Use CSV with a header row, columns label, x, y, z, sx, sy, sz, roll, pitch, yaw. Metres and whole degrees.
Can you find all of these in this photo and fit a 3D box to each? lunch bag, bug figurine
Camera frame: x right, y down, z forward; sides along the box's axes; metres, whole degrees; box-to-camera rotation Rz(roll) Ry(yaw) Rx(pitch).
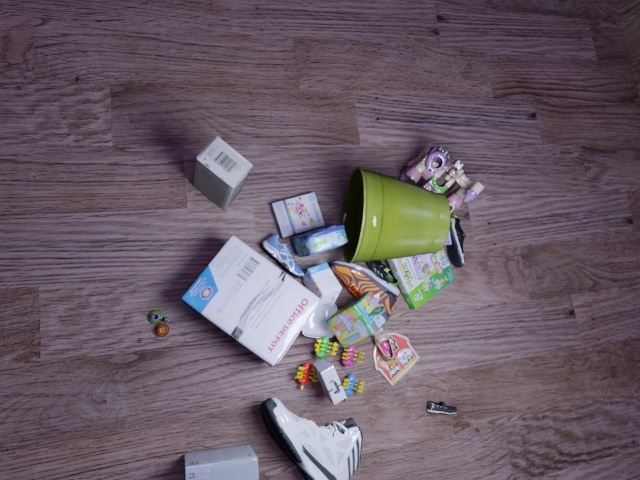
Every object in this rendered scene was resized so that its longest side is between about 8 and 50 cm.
label,x,y,z,sx,sy,sz,roll,pitch,yaw
lunch bag,0.000,0.000,1.756,0.176,0.219,0.090,-16,91,-19
bug figurine,0.044,0.484,1.746,0.278,0.072,0.217,20,87,-18

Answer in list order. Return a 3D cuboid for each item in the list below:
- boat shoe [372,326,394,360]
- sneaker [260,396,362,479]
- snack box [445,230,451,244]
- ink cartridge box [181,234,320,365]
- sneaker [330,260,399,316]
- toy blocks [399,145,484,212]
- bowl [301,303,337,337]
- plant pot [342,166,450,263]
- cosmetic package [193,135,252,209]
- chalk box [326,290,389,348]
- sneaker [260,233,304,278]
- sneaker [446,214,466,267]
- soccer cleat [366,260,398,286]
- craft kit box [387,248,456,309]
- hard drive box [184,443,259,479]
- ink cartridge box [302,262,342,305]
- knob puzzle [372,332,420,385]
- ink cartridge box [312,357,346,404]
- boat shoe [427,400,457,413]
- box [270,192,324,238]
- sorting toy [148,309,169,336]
label,x,y,z,sx,sy,sz,roll,pitch,yaw
boat shoe,0.249,0.398,1.826,0.063,0.059,0.170,-26,77,-9
sneaker,-0.015,0.695,1.673,0.257,0.169,0.448,-39,101,-29
snack box,0.511,-0.049,1.932,0.064,0.178,0.022,-5,42,21
ink cartridge box,-0.244,0.221,1.639,0.394,0.166,0.286,36,71,1
sneaker,0.160,0.214,1.815,0.321,0.124,0.180,28,72,-11
toy blocks,0.474,-0.212,1.914,0.288,0.309,0.260,41,98,-9
bowl,-0.011,0.307,1.782,0.142,0.053,0.142,8,77,-17
plant pot,0.290,-0.081,1.760,0.352,0.366,0.367,5,78,-9
cosmetic package,-0.357,-0.231,1.639,0.160,0.309,0.113,40,72,-8
chalk box,0.152,0.285,1.695,0.132,0.213,0.132,56,38,4
sneaker,-0.134,0.063,1.775,0.211,0.080,0.081,45,74,-6
sneaker,0.610,0.000,2.018,0.097,0.084,0.235,-10,83,-20
soccer cleat,0.254,0.118,1.884,0.060,0.072,0.179,-41,84,-21
craft kit box,0.427,0.119,1.924,0.246,0.061,0.250,-32,105,-17
hard drive box,-0.334,0.762,1.528,0.232,0.181,0.089,-1,80,-17
ink cartridge box,0.010,0.177,1.759,0.089,0.092,0.143,-15,58,-28
knob puzzle,0.296,0.461,1.862,0.213,0.030,0.213,3,79,-16
ink cartridge box,0.032,0.507,1.653,0.056,0.099,0.135,-25,102,-16
boat shoe,0.501,0.683,1.874,0.132,0.049,0.042,10,85,-11
box,-0.091,-0.101,1.842,0.186,0.038,0.145,-16,85,-21
sorting toy,-0.566,0.290,1.617,0.061,0.042,0.102,-28,89,-20
